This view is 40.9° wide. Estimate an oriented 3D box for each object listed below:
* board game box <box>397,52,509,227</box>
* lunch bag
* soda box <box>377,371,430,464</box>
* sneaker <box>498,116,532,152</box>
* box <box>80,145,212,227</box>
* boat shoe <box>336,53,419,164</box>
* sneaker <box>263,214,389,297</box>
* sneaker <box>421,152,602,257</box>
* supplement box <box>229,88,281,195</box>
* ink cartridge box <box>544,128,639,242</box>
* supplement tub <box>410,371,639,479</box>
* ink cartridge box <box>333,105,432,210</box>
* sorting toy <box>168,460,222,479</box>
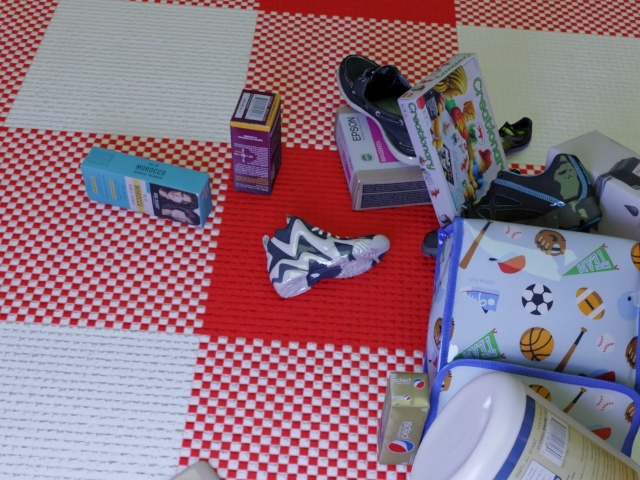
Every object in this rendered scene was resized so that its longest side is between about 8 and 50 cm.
[{"bbox_3d":[0.268,-0.181,1.659,0.053,0.305,0.193,9,41,47],"label":"board game box"},{"bbox_3d":[0.332,0.175,1.360,0.328,0.239,0.385,9,84,3],"label":"lunch bag"},{"bbox_3d":[0.125,0.275,1.317,0.058,0.181,0.061,2,48,-2],"label":"soda box"},{"bbox_3d":[0.381,-0.212,1.829,0.188,0.078,0.067,-30,57,-26],"label":"sneaker"},{"bbox_3d":[-0.337,-0.104,1.675,0.244,0.100,0.060,14,51,9],"label":"box"},{"bbox_3d":[0.134,-0.300,1.752,0.127,0.113,0.340,-13,50,-15],"label":"boat shoe"},{"bbox_3d":[0.000,0.000,1.607,0.235,0.094,0.153,-22,62,-9],"label":"sneaker"},{"bbox_3d":[0.334,-0.051,1.562,0.341,0.125,0.139,-18,81,31],"label":"sneaker"},{"bbox_3d":[-0.126,-0.193,1.707,0.081,0.188,0.104,10,49,6],"label":"supplement box"},{"bbox_3d":[0.542,-0.025,1.538,0.129,0.223,0.307,-20,41,-25],"label":"ink cartridge box"},{"bbox_3d":[0.307,0.352,1.179,0.316,0.228,0.228,35,52,-6],"label":"supplement tub"},{"bbox_3d":[0.143,-0.180,1.780,0.193,0.088,0.234,-5,50,-10],"label":"ink cartridge box"},{"bbox_3d":[-0.200,0.445,1.249,0.208,0.038,0.193,-27,55,-30],"label":"sorting toy"}]
